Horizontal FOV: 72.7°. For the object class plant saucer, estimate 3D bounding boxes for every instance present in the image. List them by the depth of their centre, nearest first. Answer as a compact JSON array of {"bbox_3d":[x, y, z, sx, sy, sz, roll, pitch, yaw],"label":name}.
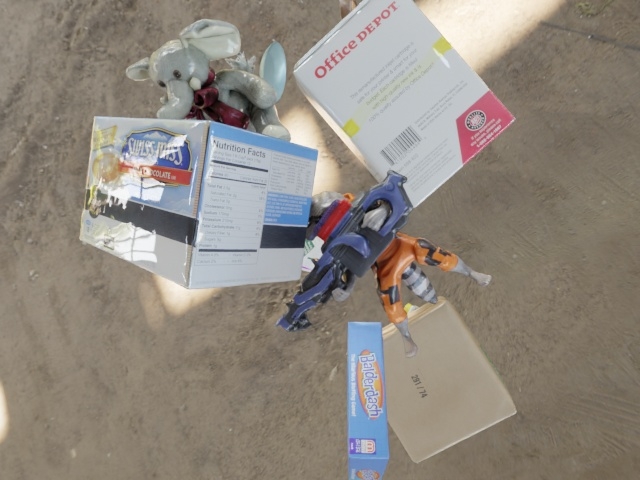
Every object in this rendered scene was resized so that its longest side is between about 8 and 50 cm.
[{"bbox_3d":[0.093,-0.589,1.195,0.029,0.168,0.168,-7,87,20],"label":"plant saucer"},{"bbox_3d":[-0.169,-0.571,1.480,0.037,0.195,0.195,11,93,14],"label":"plant saucer"}]

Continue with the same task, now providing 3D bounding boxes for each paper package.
[{"bbox_3d":[0.291,0.355,1.163,0.309,0.168,0.325,-33,82,12],"label":"paper package"}]

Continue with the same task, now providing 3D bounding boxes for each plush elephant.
[{"bbox_3d":[-0.242,-0.301,0.904,0.272,0.255,0.330,-19,68,39],"label":"plush elephant"}]

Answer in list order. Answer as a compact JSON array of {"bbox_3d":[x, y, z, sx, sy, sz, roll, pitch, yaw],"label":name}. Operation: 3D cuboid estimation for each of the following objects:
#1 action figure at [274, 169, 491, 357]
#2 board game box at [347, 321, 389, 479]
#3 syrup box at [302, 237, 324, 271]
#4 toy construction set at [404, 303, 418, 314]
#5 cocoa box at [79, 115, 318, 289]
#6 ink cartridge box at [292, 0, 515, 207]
[{"bbox_3d":[0.079,0.051,0.788,0.330,0.178,0.341,44,107,-3],"label":"action figure"},{"bbox_3d":[0.059,0.228,0.587,0.047,0.210,0.160,0,54,3],"label":"board game box"},{"bbox_3d":[0.000,0.000,1.533,0.237,0.096,0.093,-43,51,22],"label":"syrup box"},{"bbox_3d":[0.275,0.350,1.427,0.151,0.215,0.327,49,120,26],"label":"toy construction set"},{"bbox_3d":[-0.214,-0.076,0.743,0.347,0.231,0.228,14,99,38],"label":"cocoa box"},{"bbox_3d":[0.170,-0.302,0.955,0.279,0.160,0.384,-41,92,4],"label":"ink cartridge box"}]
